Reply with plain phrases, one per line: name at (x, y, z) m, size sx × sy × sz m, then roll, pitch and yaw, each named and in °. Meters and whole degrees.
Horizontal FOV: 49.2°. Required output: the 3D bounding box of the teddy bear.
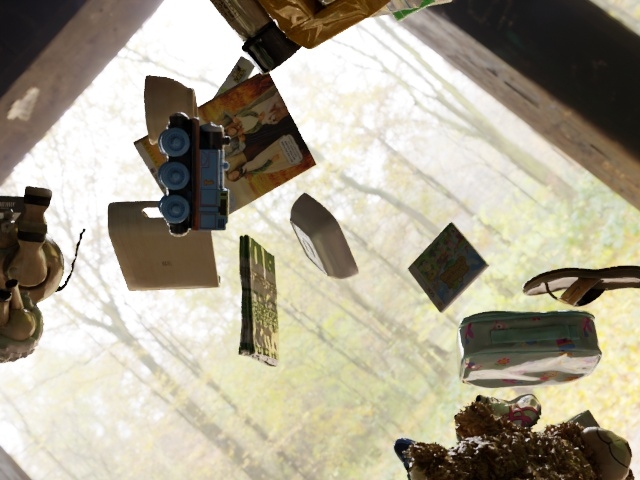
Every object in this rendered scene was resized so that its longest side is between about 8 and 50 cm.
teddy bear at (0.249, 0.268, 0.784) m, size 0.245 × 0.338 × 0.113 m, roll -138°, pitch 62°, yaw -66°

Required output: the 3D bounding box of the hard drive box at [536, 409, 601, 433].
hard drive box at (0.316, 0.364, 1.076) m, size 0.232 × 0.089 × 0.181 m, roll -11°, pitch -24°, yaw -44°

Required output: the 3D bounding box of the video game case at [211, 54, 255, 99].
video game case at (-0.312, -0.411, 2.197) m, size 0.269 × 0.061 × 0.244 m, roll -48°, pitch 14°, yaw 57°

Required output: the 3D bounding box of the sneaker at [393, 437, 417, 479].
sneaker at (0.192, 0.446, 1.367) m, size 0.059 × 0.144 × 0.053 m, roll 0°, pitch -53°, yaw -53°

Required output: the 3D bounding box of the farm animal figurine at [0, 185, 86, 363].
farm animal figurine at (-0.447, 0.001, 0.812) m, size 0.330 × 0.327 × 0.172 m, roll -86°, pitch 15°, yaw -54°

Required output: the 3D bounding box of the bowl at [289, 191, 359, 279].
bowl at (0.000, 0.000, 1.210) m, size 0.053 × 0.142 × 0.142 m, roll -33°, pitch -54°, yaw -12°

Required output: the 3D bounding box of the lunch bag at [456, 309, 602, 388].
lunch bag at (0.414, 0.213, 1.401) m, size 0.224 × 0.279 × 0.108 m, roll 73°, pitch -165°, yaw -58°

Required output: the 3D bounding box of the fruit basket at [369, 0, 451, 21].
fruit basket at (0.099, -0.639, 1.709) m, size 0.327 × 0.353 × 0.165 m, roll 34°, pitch -122°, yaw -51°

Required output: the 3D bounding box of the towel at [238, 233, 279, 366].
towel at (-0.080, 0.079, 0.889) m, size 0.023 × 0.152 × 0.113 m, roll -8°, pitch -19°, yaw 12°

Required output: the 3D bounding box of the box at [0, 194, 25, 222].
box at (-0.560, 0.045, 1.205) m, size 0.100 × 0.060 × 0.244 m, roll -3°, pitch -90°, yaw -58°

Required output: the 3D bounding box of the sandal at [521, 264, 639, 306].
sandal at (0.371, 0.069, 0.981) m, size 0.072 × 0.180 × 0.049 m, roll 35°, pitch -124°, yaw -54°

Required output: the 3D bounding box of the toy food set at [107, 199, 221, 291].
toy food set at (-0.348, 0.015, 1.605) m, size 0.306 × 0.220 × 0.092 m, roll 94°, pitch 174°, yaw -55°

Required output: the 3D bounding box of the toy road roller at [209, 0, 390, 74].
toy road roller at (-0.013, -0.384, 0.885) m, size 0.240 × 0.202 × 0.329 m, roll -51°, pitch 23°, yaw -25°

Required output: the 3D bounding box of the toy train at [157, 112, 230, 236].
toy train at (-0.189, -0.097, 1.051) m, size 0.080 × 0.105 × 0.184 m, roll -158°, pitch 68°, yaw -71°

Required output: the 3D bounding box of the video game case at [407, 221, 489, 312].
video game case at (0.386, 0.082, 2.142) m, size 0.023 × 0.193 × 0.212 m, roll 15°, pitch -57°, yaw -47°

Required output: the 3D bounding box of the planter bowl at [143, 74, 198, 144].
planter bowl at (-0.345, -0.308, 1.638) m, size 0.109 × 0.162 × 0.162 m, roll -3°, pitch -20°, yaw -4°

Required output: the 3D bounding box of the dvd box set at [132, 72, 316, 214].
dvd box set at (-0.261, -0.242, 1.952) m, size 0.420 × 0.307 × 0.062 m, roll -30°, pitch 21°, yaw -6°

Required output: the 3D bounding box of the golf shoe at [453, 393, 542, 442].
golf shoe at (0.291, 0.282, 1.132) m, size 0.186 × 0.086 × 0.067 m, roll -19°, pitch -6°, yaw -38°
